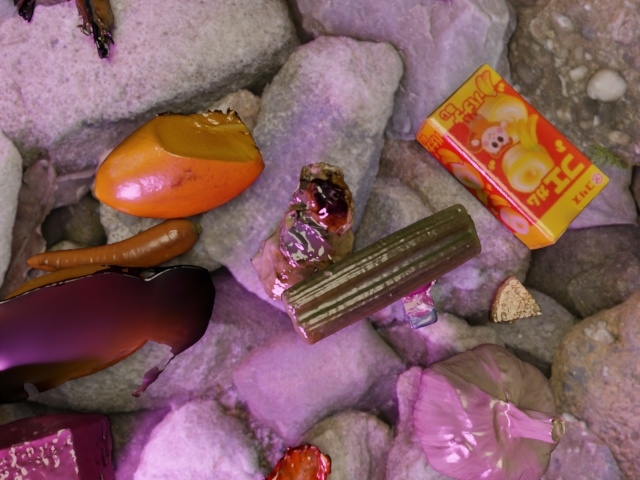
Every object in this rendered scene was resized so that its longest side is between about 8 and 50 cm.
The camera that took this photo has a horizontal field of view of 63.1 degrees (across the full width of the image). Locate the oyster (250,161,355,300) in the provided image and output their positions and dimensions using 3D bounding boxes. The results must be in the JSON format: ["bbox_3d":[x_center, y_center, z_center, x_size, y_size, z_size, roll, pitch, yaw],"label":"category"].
[{"bbox_3d":[-0.011,-0.012,0.801,0.162,0.107,0.232,16,83,-9],"label":"oyster"}]

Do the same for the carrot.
[{"bbox_3d":[-0.312,0.022,0.797,0.271,0.062,0.066,-17,115,-2],"label":"carrot"}]

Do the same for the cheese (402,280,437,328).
[{"bbox_3d":[0.146,0.066,0.825,0.095,0.038,0.145,-16,88,-4],"label":"cheese"}]

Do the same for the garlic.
[{"bbox_3d":[0.246,0.245,0.717,0.219,0.212,0.218,2,78,-9],"label":"garlic"}]

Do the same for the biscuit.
[{"bbox_3d":[0.101,0.047,0.775,0.323,0.038,0.099,-26,96,-10],"label":"biscuit"}]

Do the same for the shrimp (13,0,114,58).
[{"bbox_3d":[-0.420,-0.385,0.857,0.152,0.046,0.219,-21,79,-7],"label":"shrimp"}]

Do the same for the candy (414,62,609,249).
[{"bbox_3d":[0.302,-0.132,0.841,0.276,0.088,0.146,44,80,4],"label":"candy"}]

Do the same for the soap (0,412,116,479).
[{"bbox_3d":[-0.450,0.324,0.664,0.325,0.220,0.127,-18,74,-6],"label":"soap"}]

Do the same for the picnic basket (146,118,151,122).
[{"bbox_3d":[-0.266,-0.155,0.826,0.065,0.083,0.083,50,44,11],"label":"picnic basket"}]

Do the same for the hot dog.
[{"bbox_3d":[-0.322,0.121,0.756,0.326,0.107,0.194,-2,104,-18],"label":"hot dog"}]

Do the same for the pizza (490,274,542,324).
[{"bbox_3d":[0.313,0.105,0.835,0.078,0.025,0.083,26,87,6],"label":"pizza"}]

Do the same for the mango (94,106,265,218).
[{"bbox_3d":[-0.203,-0.107,0.767,0.252,0.154,0.126,-22,64,-21],"label":"mango"}]

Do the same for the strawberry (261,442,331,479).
[{"bbox_3d":[-0.043,0.387,0.749,0.121,0.082,0.188,25,70,-17],"label":"strawberry"}]
